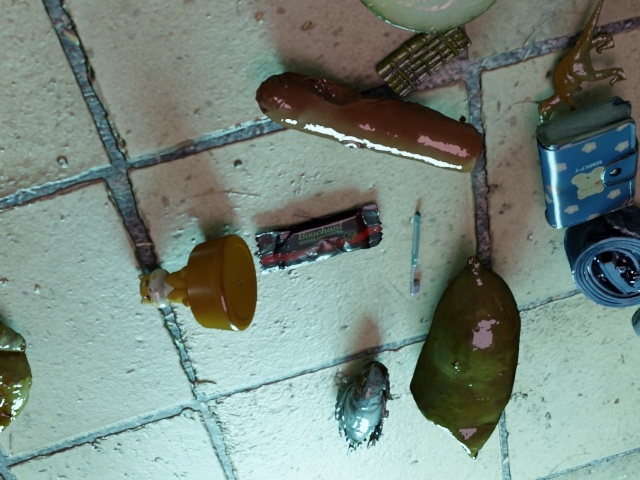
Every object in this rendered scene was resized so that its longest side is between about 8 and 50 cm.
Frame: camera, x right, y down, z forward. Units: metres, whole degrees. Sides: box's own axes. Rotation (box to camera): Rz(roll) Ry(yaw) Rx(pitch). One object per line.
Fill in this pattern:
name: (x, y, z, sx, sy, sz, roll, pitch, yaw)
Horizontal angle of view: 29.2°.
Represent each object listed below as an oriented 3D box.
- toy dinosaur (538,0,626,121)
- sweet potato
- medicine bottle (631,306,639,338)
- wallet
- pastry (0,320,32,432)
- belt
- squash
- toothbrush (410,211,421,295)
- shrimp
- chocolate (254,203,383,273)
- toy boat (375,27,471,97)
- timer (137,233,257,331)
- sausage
toy dinosaur: (0.327, -0.233, 1.599, 0.126, 0.039, 0.162, -24, 134, 7)
sweet potato: (0.231, 0.171, 1.875, 0.158, 0.157, 0.369, -1, 127, -18)
medicine bottle: (0.602, 0.050, 1.887, 0.141, 0.141, 0.293, 13, 127, -28)
wallet: (0.372, -0.104, 1.699, 0.141, 0.059, 0.202, -21, 144, 0)
pastry: (-0.509, 0.194, 1.678, 0.229, 0.100, 0.218, -26, 135, 5)
belt: (0.444, 0.020, 1.847, 0.141, 0.082, 0.190, -29, 135, 22)
squash: (0.131, -0.347, 1.429, 0.219, 0.041, 0.219, -8, 131, -9)
toothbrush: (0.141, 0.021, 1.795, 0.014, 0.011, 0.167, -14, 135, -13)
shrimp: (0.062, 0.282, 1.977, 0.090, 0.079, 0.232, 22, 134, 10)
chocolate: (0.000, 0.000, 1.717, 0.183, 0.028, 0.086, -12, 132, -6)
toy boat: (0.130, -0.231, 1.547, 0.115, 0.016, 0.063, -36, 134, 17)
timer: (-0.178, 0.063, 1.671, 0.152, 0.132, 0.132, -5, 138, 17)
sausage: (0.061, -0.151, 1.555, 0.327, 0.087, 0.079, 12, 93, -26)
